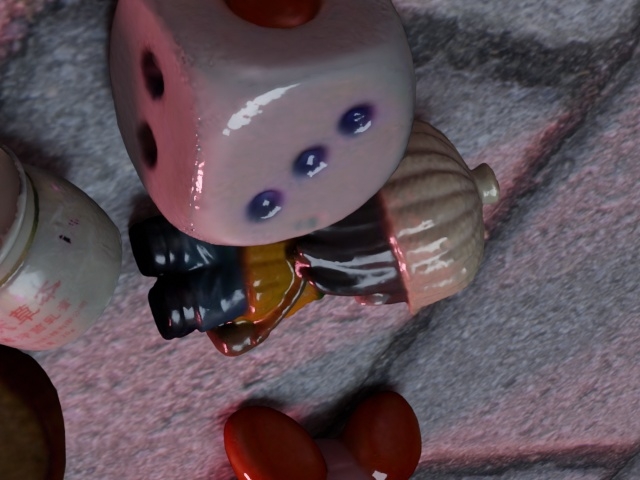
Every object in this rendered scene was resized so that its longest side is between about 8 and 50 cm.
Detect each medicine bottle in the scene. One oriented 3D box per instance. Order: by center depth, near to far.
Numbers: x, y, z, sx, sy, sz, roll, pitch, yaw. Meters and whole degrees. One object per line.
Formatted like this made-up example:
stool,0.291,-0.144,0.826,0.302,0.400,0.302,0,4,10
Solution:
medicine bottle,-0.257,0.006,1.247,0.147,0.147,0.143,-40,144,11

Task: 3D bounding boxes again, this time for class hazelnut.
hazelnut,-0.344,0.193,1.383,0.229,0.229,0.229,-21,144,-16

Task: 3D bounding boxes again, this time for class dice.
dice,-0.050,-0.123,1.210,0.193,0.194,0.192,-15,143,-26

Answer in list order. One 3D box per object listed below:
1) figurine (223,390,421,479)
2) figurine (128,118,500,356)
figurine,-0.007,0.338,1.795,0.270,0.211,0.261,-1,135,-37
figurine,0.004,-0.003,1.413,0.332,0.185,0.204,-14,177,-32
